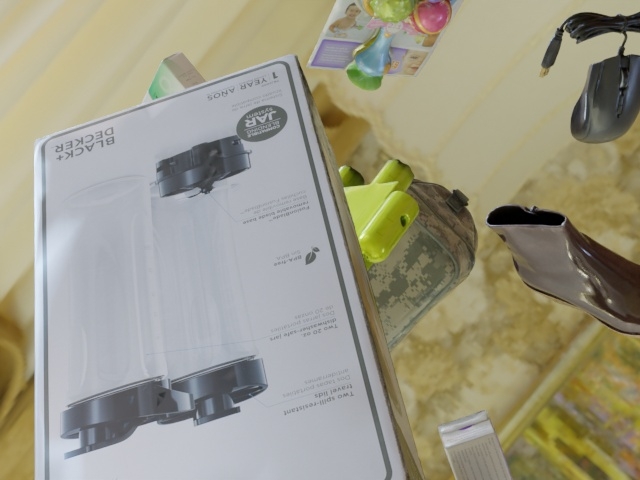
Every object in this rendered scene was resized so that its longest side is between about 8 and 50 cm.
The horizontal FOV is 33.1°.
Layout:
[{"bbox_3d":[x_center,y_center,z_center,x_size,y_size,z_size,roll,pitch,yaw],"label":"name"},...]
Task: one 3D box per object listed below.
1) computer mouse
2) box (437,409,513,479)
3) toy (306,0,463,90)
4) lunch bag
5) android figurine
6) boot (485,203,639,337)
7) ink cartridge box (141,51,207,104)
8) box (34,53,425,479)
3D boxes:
[{"bbox_3d":[0.406,-0.225,1.592,0.184,0.262,0.060,-2,-131,-13],"label":"computer mouse"},{"bbox_3d":[0.225,0.363,1.307,0.063,0.067,0.324,-99,-13,-73],"label":"box"},{"bbox_3d":[0.090,-0.235,1.094,0.136,0.237,0.056,1,-122,-23],"label":"toy"},{"bbox_3d":[0.112,0.049,1.795,0.212,0.305,0.256,45,-155,10],"label":"lunch bag"},{"bbox_3d":[0.000,0.000,1.302,0.248,0.273,0.056,-2,127,45],"label":"android figurine"},{"bbox_3d":[0.350,0.037,1.380,0.248,0.090,0.207,9,156,41],"label":"boot"},{"bbox_3d":[-0.224,-0.204,1.946,0.225,0.056,0.181,52,147,6],"label":"ink cartridge box"},{"bbox_3d":[-0.055,0.047,0.557,0.087,0.169,0.290,67,-174,-48],"label":"box"}]
